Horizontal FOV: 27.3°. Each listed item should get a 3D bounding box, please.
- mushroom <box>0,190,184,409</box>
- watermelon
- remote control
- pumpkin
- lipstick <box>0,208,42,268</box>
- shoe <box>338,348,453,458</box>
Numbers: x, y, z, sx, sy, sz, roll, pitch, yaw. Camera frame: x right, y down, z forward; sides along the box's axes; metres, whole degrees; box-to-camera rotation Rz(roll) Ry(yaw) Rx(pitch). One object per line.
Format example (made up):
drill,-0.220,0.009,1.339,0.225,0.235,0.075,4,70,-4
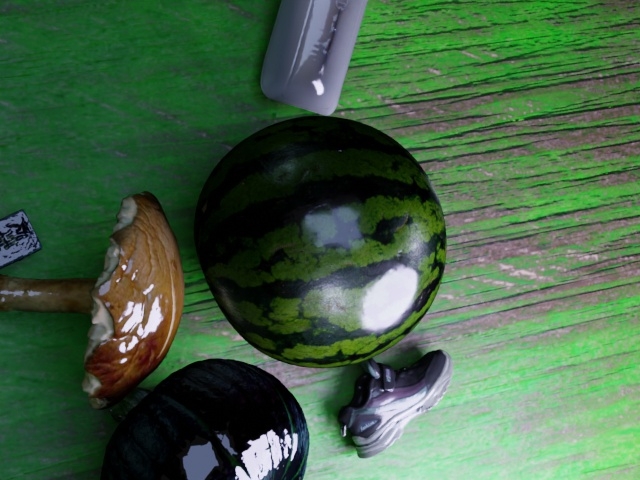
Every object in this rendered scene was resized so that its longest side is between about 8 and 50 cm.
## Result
mushroom,-0.276,0.059,1.360,0.301,0.208,0.233,1,101,-33
watermelon,0.000,0.000,1.464,0.285,0.285,0.285,2,84,-22
remote control,0.020,-0.309,1.573,0.109,0.055,0.313,13,98,-32
pumpkin,-0.147,0.229,1.427,0.248,0.248,0.248,2,84,-22
lipstick,-0.449,0.056,1.398,0.312,0.051,0.051,-27,98,-21
shoe,0.081,0.177,1.591,0.169,0.071,0.099,-44,99,-16
